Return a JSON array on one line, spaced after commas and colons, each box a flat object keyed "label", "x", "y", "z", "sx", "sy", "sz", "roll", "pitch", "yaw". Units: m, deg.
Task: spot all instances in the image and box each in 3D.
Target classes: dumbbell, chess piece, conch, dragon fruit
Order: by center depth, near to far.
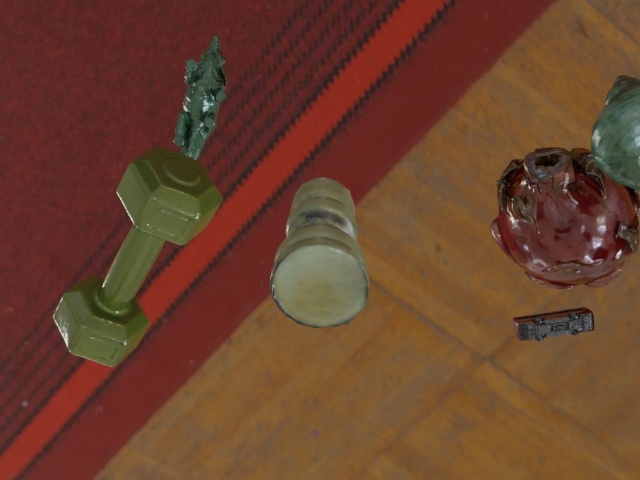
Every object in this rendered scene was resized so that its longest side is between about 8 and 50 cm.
[{"label": "dumbbell", "x": -0.229, "y": 0.024, "z": 1.356, "sx": 0.121, "sy": 0.108, "sz": 0.302, "roll": 20, "pitch": 126, "yaw": -19}, {"label": "chess piece", "x": 0.000, "y": 0.000, "z": 1.527, "sx": 0.133, "sy": 0.243, "sz": 0.133, "roll": 0, "pitch": 121, "yaw": 0}, {"label": "conch", "x": 0.479, "y": -0.150, "z": 1.589, "sx": 0.175, "sy": 0.122, "sz": 0.188, "roll": -27, "pitch": 99, "yaw": 12}, {"label": "dragon fruit", "x": 0.409, "y": -0.035, "z": 1.819, "sx": 0.250, "sy": 0.250, "sz": 0.315, "roll": 4, "pitch": 151, "yaw": -1}]

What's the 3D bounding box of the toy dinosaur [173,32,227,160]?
[{"label": "toy dinosaur", "x": -0.208, "y": -0.208, "z": 1.853, "sx": 0.079, "sy": 0.120, "sz": 0.292, "roll": 15, "pitch": 78, "yaw": -4}]

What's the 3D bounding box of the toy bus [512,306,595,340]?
[{"label": "toy bus", "x": 0.324, "y": 0.116, "z": 1.534, "sx": 0.110, "sy": 0.043, "sz": 0.031, "roll": -7, "pitch": 103, "yaw": -4}]
